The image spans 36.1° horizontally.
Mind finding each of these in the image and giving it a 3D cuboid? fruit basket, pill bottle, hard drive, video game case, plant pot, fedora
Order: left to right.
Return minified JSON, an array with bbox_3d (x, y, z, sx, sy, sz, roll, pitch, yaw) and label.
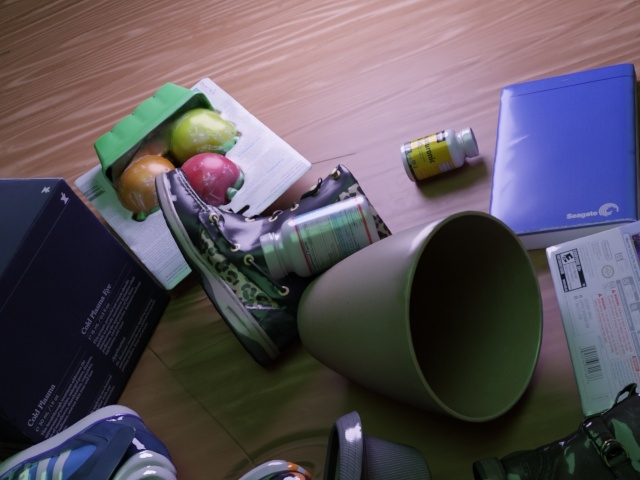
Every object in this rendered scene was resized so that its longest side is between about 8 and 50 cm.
[{"bbox_3d":[-0.232,-0.111,1.754,0.327,0.165,0.353,-42,59,-9],"label":"fruit basket"},{"bbox_3d":[0.000,0.000,1.383,0.160,0.087,0.087,-18,44,2],"label":"pill bottle"},{"bbox_3d":[0.063,0.339,1.122,0.124,0.244,0.275,7,61,-3],"label":"fedora"},{"bbox_3d":[0.104,0.103,1.287,0.274,0.256,0.256,-8,46,49],"label":"plant pot"},{"bbox_3d":[0.190,-0.140,1.560,0.116,0.065,0.065,-18,45,16],"label":"pill bottle"},{"bbox_3d":[0.364,-0.127,1.462,0.210,0.040,0.319,-8,48,25],"label":"hard drive"},{"bbox_3d":[0.426,0.089,1.212,0.244,0.061,0.270,-18,45,18],"label":"video game case"}]

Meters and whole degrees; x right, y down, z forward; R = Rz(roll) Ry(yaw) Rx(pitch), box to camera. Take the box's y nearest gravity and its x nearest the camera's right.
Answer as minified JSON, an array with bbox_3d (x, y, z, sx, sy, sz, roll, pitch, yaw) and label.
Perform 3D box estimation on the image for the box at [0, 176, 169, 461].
[{"bbox_3d":[-0.445,0.129,1.511,0.179,0.312,0.343,2,52,32],"label":"box"}]

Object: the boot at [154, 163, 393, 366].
[{"bbox_3d":[-0.073,-0.022,1.528,0.284,0.138,0.377,-33,57,-2],"label":"boot"}]

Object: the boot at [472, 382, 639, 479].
[{"bbox_3d":[0.307,0.303,1.048,0.229,0.091,0.263,-18,68,-4],"label":"boot"}]

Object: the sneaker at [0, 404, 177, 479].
[{"bbox_3d":[-0.344,0.386,1.348,0.322,0.130,0.236,-35,38,-10],"label":"sneaker"}]

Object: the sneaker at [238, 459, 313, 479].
[{"bbox_3d":[-0.127,0.387,1.091,0.321,0.124,0.180,-44,15,2],"label":"sneaker"}]
